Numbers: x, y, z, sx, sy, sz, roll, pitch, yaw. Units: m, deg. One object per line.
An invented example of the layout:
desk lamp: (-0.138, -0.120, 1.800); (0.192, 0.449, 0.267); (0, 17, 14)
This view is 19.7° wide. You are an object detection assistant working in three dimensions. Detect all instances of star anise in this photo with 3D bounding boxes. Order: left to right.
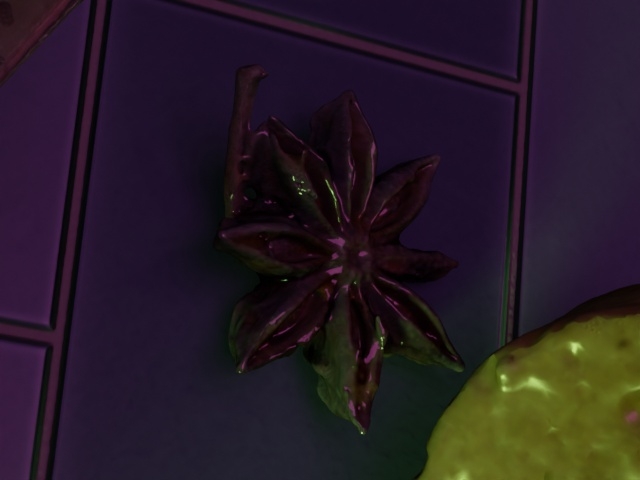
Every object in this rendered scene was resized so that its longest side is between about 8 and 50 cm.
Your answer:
star anise: (0.001, -0.001, 1.218); (0.230, 0.081, 0.262); (-47, 112, -27)

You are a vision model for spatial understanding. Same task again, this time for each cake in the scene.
cake: (0.250, 0.181, 1.226); (0.321, 0.332, 0.332); (-8, 80, -67)

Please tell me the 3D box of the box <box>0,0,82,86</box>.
box: (-0.293, -0.090, 0.960); (0.190, 0.297, 0.225); (43, 63, -13)
